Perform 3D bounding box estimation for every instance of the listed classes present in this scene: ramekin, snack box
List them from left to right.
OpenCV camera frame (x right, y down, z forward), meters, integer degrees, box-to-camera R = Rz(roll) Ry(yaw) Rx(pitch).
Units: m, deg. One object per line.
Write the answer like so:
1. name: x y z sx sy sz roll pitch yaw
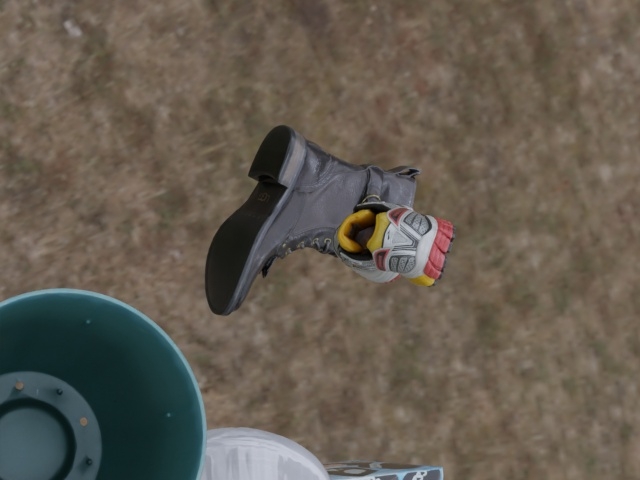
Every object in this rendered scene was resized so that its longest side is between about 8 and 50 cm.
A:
1. ramekin: -0.110 0.371 1.882 0.273 0.273 0.127 36 27 -29
2. snack box: 0.002 0.361 2.187 0.322 0.187 0.060 2 86 -44

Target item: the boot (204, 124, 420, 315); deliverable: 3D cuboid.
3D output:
1. boot: 0.000 0.000 1.839 0.229 0.091 0.263 24 93 -35

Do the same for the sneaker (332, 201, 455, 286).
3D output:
1. sneaker: 0.057 -0.008 1.556 0.093 0.225 0.088 20 83 -17

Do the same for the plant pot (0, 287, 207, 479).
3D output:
1. plant pot: -0.294 0.212 1.611 0.293 0.235 0.293 4 78 -20
